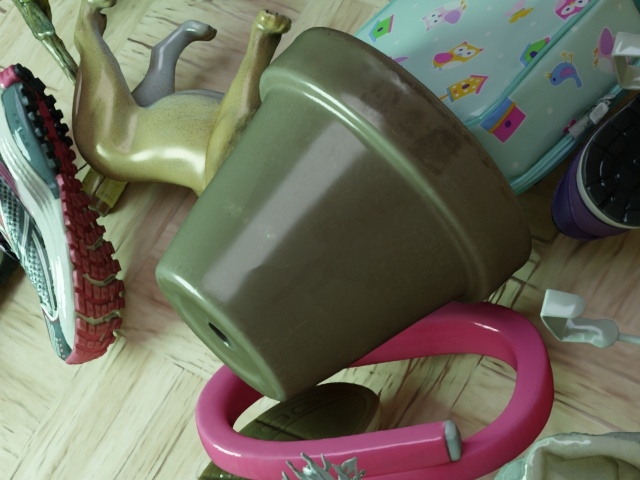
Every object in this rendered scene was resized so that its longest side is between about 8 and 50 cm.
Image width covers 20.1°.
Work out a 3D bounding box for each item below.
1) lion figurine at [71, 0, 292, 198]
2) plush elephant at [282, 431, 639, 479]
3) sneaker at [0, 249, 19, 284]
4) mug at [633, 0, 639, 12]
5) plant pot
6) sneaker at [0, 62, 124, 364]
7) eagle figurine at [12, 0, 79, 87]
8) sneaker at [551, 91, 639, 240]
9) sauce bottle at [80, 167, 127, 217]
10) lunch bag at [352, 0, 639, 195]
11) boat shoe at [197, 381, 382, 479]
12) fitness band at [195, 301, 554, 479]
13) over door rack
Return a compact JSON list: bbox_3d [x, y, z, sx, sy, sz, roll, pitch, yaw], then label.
[{"bbox_3d":[-0.123,-0.101,1.714,0.392,0.142,0.240,13,83,43],"label":"lion figurine"},{"bbox_3d":[0.141,0.263,1.277,0.255,0.272,0.330,-22,82,-24],"label":"plush elephant"},{"bbox_3d":[-0.425,0.040,1.828,0.147,0.145,0.384,9,59,54],"label":"sneaker"},{"bbox_3d":[0.255,-0.269,1.595,0.158,0.097,0.129,26,79,41],"label":"mug"},{"bbox_3d":[0.000,0.000,1.434,0.229,0.263,0.263,-45,47,-14],"label":"plant pot"},{"bbox_3d":[-0.276,-0.016,1.738,0.112,0.121,0.299,-25,73,11],"label":"sneaker"},{"bbox_3d":[-0.226,-0.351,1.903,0.298,0.226,0.225,-39,29,14],"label":"eagle figurine"},{"bbox_3d":[0.293,-0.104,1.468,0.283,0.124,0.107,-37,88,-19],"label":"sneaker"},{"bbox_3d":[-0.200,-0.085,1.820,0.042,0.042,0.128,23,75,40],"label":"sauce bottle"},{"bbox_3d":[0.145,-0.149,1.541,0.224,0.108,0.279,-42,30,-16],"label":"lunch bag"},{"bbox_3d":[-0.053,0.261,1.474,0.122,0.110,0.341,12,52,43],"label":"boat shoe"},{"bbox_3d":[0.042,0.126,1.454,0.291,0.054,0.209,-9,31,12],"label":"fitness band"},{"bbox_3d":[0.345,-0.001,1.330,0.324,0.108,0.239,14,69,8],"label":"over door rack"}]
